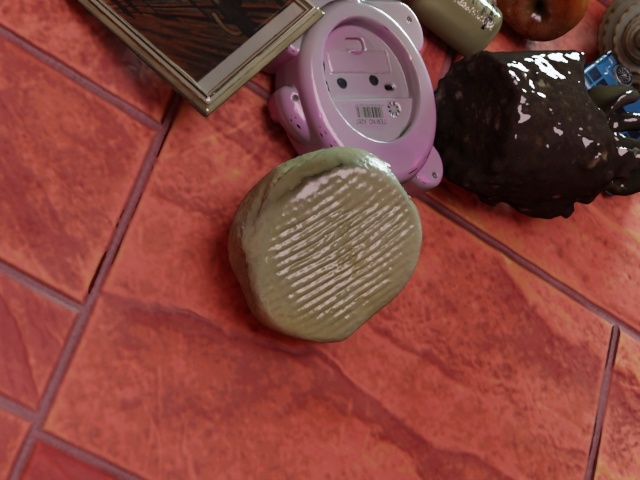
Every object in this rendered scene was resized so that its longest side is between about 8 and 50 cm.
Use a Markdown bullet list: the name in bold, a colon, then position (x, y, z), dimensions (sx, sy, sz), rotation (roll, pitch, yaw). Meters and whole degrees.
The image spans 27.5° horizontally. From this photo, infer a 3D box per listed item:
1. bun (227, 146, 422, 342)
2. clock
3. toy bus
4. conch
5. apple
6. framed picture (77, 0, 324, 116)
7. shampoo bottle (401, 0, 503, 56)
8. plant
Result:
- **bun**: position (-0.003, 0.002, 1.431), dimensions (0.221, 0.108, 0.221), rotation (-7, 107, -24)
- **clock**: position (0.041, -0.169, 1.564), dimensions (0.227, 0.090, 0.248), rotation (-5, 77, -35)
- **toy bus**: position (0.400, -0.154, 1.804), dimensions (0.106, 0.090, 0.185), rotation (-35, 91, -37)
- **conch**: position (0.460, -0.271, 1.864), dimensions (0.131, 0.200, 0.172), rotation (-36, 75, -1)
- **apple**: position (0.304, -0.336, 1.787), dimensions (0.126, 0.126, 0.102), rotation (40, 39, -16)
- **framed picture**: position (-0.157, -0.288, 1.463), dimensions (0.273, 0.016, 0.216), rotation (41, 59, 4)
- **shampoo bottle**: position (0.156, -0.313, 1.702), dimensions (0.162, 0.079, 0.079), rotation (35, 56, -19)
- **plant**: position (0.284, -0.138, 1.650), dimensions (0.276, 0.199, 0.188), rotation (9, 62, -34)
